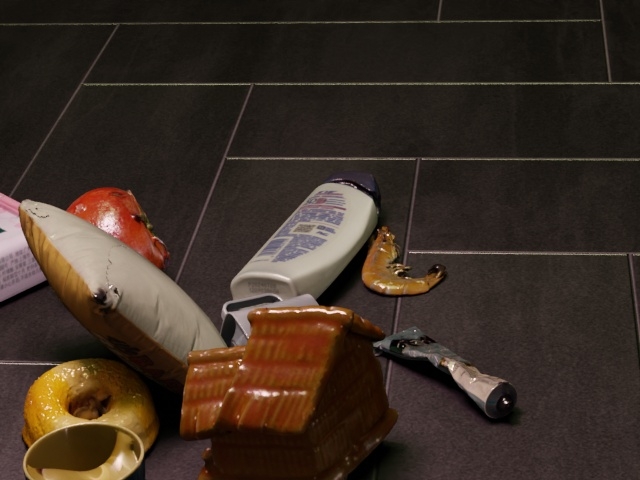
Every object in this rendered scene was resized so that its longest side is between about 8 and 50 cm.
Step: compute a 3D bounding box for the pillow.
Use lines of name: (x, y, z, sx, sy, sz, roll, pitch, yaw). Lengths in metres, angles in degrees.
pillow: (-0.240, 0.087, 2.109, 0.119, 0.310, 0.312, -47, 37, -3)

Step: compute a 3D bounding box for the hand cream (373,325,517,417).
hand cream: (0.167, 0.172, 2.131, 0.075, 0.052, 0.248, 6, 12, -37)

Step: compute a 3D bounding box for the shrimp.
shrimp: (0.125, 0.027, 2.414, 0.124, 0.034, 0.178, 4, 30, 8)

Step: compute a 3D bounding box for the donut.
donut: (-0.291, 0.214, 2.054, 0.174, 0.075, 0.190, -7, 28, -8)

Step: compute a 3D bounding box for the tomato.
tomato: (-0.305, 0.015, 2.366, 0.167, 0.167, 0.167, -2, 28, 1)

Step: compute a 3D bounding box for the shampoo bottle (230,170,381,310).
shampoo bottle: (0.000, 0.000, 2.424, 0.134, 0.078, 0.359, 0, 26, 25)

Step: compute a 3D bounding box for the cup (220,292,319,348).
cup: (-0.068, 0.124, 2.160, 0.129, 0.095, 0.128, -15, 52, -28)

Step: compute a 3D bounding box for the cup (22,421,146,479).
cup: (-0.259, 0.291, 1.819, 0.131, 0.155, 0.176, -12, 27, -16)

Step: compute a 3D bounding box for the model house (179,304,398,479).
model house: (-0.042, 0.171, 1.925, 0.199, 0.229, 0.219, 6, 31, 26)

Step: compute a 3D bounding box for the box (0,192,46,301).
box: (-0.575, 0.054, 2.361, 0.369, 0.112, 0.190, -28, 36, -35)

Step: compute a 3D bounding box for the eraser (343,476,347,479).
eraser: (0.015, 0.271, 1.972, 0.038, 0.019, 0.083, -2, 27, 9)
